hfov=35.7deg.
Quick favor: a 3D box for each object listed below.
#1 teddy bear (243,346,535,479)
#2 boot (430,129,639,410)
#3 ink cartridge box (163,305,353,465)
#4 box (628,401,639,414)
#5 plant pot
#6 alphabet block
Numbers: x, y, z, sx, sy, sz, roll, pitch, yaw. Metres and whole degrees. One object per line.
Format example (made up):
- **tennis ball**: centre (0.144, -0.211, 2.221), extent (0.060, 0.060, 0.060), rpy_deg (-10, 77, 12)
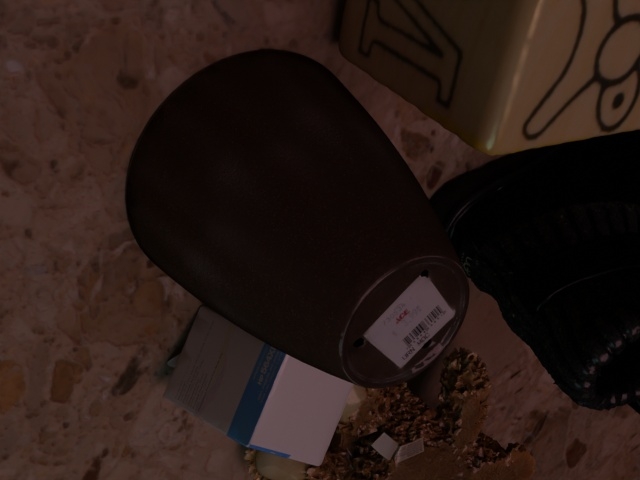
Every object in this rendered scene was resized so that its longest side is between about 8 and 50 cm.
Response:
- **teddy bear**: centre (0.073, 0.215, 1.056), extent (0.338, 0.113, 0.245), rpy_deg (7, 108, -31)
- **boot**: centre (0.298, -0.001, 0.941), extent (0.348, 0.260, 0.131), rpy_deg (-29, 133, -16)
- **ink cartridge box**: centre (-0.059, 0.120, 0.860), extent (0.092, 0.143, 0.090), rpy_deg (27, 85, -44)
- **box**: centre (0.436, 0.118, 1.259), extent (0.180, 0.077, 0.147), rpy_deg (-43, 135, -4)
- **plant pot**: centre (0.000, 0.000, 0.744), extent (0.215, 0.230, 0.215), rpy_deg (-20, 130, -25)
- **alphabet block**: centre (0.152, -0.199, 0.733), extent (0.192, 0.193, 0.197), rpy_deg (-10, 128, -33)
